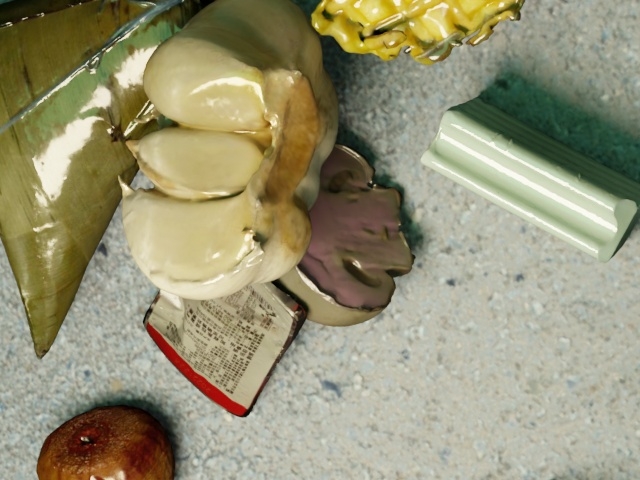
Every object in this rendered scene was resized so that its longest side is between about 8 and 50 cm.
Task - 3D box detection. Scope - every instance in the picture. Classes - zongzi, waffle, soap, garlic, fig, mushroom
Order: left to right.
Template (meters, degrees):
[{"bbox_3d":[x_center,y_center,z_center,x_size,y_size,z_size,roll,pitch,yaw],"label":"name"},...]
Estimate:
[{"bbox_3d":[-0.204,-0.085,1.716,0.322,0.160,0.361,-14,89,19],"label":"zongzi"},{"bbox_3d":[-0.206,0.278,1.816,0.146,0.133,0.201,6,125,46],"label":"fig"},{"bbox_3d":[-0.082,-0.089,1.578,0.203,0.184,0.281,6,94,32],"label":"garlic"},{"bbox_3d":[0.000,0.000,1.689,0.117,0.141,0.188,-30,61,45],"label":"mushroom"},{"bbox_3d":[0.104,-0.274,1.475,0.262,0.060,0.281,9,121,-1],"label":"waffle"},{"bbox_3d":[0.204,-0.060,1.613,0.198,0.119,0.067,29,109,12],"label":"soap"}]

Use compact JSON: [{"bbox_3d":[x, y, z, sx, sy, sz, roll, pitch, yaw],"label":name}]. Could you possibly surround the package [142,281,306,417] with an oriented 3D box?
[{"bbox_3d":[-0.103,0.080,1.725,0.154,0.030,0.239,43,141,10],"label":"package"}]
